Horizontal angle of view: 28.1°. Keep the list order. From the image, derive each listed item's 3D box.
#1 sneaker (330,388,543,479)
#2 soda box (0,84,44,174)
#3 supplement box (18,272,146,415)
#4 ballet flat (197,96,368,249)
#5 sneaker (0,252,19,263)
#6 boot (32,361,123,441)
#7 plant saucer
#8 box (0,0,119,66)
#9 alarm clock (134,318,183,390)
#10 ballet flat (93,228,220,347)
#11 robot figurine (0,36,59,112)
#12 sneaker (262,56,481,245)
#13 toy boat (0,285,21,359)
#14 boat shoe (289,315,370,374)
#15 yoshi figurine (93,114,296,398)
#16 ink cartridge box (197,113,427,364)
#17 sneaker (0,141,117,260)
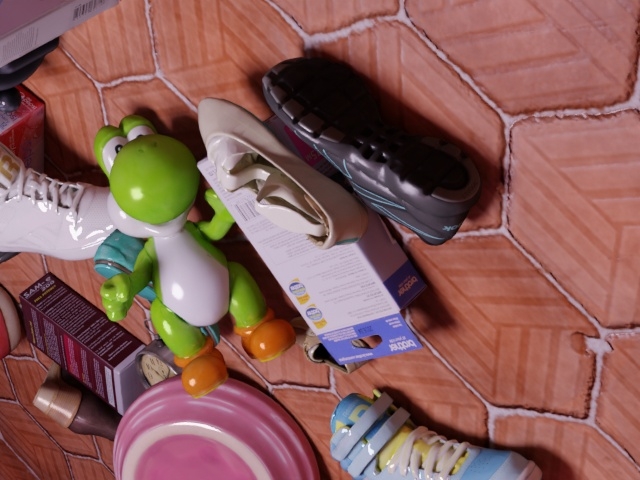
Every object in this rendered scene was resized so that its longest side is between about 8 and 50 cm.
[{"bbox_3d":[0.119,0.268,1.581,0.208,0.127,0.319,51,147,-5],"label":"sneaker"},{"bbox_3d":[-0.471,-0.119,1.914,0.083,0.092,0.263,37,146,15],"label":"soda box"},{"bbox_3d":[-0.393,0.173,2.139,0.239,0.073,0.130,33,145,22],"label":"supplement box"},{"bbox_3d":[-0.060,-0.070,1.381,0.248,0.086,0.086,35,145,21],"label":"ballet flat"},{"bbox_3d":[-0.615,-0.029,2.189,0.286,0.109,0.130,-1,116,40],"label":"sneaker"},{"bbox_3d":[-0.390,0.291,2.229,0.207,0.090,0.248,26,-174,-8],"label":"boot"},{"bbox_3d":[-0.167,0.364,1.915,0.332,0.084,0.332,6,112,16],"label":"plant saucer"},{"bbox_3d":[-0.428,-0.340,1.506,0.322,0.232,0.058,38,141,16],"label":"box"},{"bbox_3d":[-0.229,0.193,1.973,0.129,0.064,0.192,16,137,41],"label":"alarm clock"},{"bbox_3d":[-0.210,0.060,1.780,0.083,0.087,0.247,0,147,43],"label":"ballet flat"},{"bbox_3d":[-0.460,-0.287,1.662,0.278,0.173,0.209,14,91,42],"label":"robot figurine"},{"bbox_3d":[0.041,-0.088,1.330,0.267,0.101,0.106,39,150,18],"label":"sneaker"},{"bbox_3d":[-0.663,0.138,2.351,0.231,0.151,0.151,37,146,18],"label":"toy boat"},{"bbox_3d":[0.001,0.136,1.657,0.135,0.045,0.050,16,135,41],"label":"boat shoe"},{"bbox_3d":[-0.177,0.010,1.619,0.203,0.203,0.362,-21,100,37],"label":"yoshi figurine"},{"bbox_3d":[0.000,0.000,1.504,0.186,0.065,0.311,-21,104,55],"label":"ink cartridge box"},{"bbox_3d":[-0.398,-0.061,1.782,0.292,0.108,0.169,-3,142,23],"label":"sneaker"}]
